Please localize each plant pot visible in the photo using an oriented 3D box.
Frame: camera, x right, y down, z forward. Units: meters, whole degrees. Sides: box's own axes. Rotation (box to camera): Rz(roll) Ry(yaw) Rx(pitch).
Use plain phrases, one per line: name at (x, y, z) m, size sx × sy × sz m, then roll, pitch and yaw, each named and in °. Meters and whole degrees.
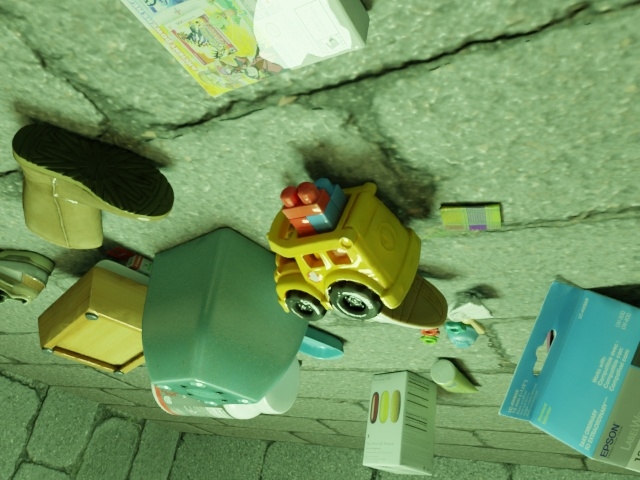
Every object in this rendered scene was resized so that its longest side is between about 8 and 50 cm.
plant pot at (-0.182, 0.164, 1.010) m, size 0.247 × 0.252 × 0.248 m, roll -18°, pitch 141°, yaw 41°

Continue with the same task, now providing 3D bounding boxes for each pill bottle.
pill bottle at (-0.248, 0.357, 1.431) m, size 0.363 × 0.210 × 0.210 m, roll -8°, pitch 146°, yaw 30°

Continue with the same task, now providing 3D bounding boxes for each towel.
towel at (0.210, -0.033, 0.766) m, size 0.083 × 0.009 × 0.060 m, roll -2°, pitch 149°, yaw 21°

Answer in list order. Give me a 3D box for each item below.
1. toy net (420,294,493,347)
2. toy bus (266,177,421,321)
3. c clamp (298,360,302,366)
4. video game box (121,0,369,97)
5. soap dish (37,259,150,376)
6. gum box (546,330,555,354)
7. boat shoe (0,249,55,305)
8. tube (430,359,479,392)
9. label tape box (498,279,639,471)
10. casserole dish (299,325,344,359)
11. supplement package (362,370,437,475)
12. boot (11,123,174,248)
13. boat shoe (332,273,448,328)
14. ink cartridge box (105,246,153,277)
toy net at (0.262, 0.151, 1.053) m, size 0.122 × 0.045 × 0.232 m, roll 9°, pitch 150°, yaw 8°
toy bus at (0.000, 0.000, 0.778) m, size 0.220 × 0.149 × 0.211 m, roll -11°, pitch 132°, yaw 39°
c clamp at (-0.113, 0.335, 1.540) m, size 0.137 × 0.022 × 0.160 m, roll -14°, pitch 143°, yaw 37°
video game box at (-0.084, -0.228, 0.472) m, size 0.187 × 0.048 × 0.205 m, roll -9°, pitch 146°, yaw 29°
soap dish at (-0.433, 0.174, 1.138) m, size 0.229 × 0.118 × 0.291 m, roll 30°, pitch 135°, yaw -32°
gum box at (0.504, 0.208, 1.002) m, size 0.188 × 0.107 × 0.062 m, roll 19°, pitch 151°, yaw -15°
boat shoe at (-0.741, 0.084, 1.213) m, size 0.302 × 0.103 × 0.113 m, roll -3°, pitch 149°, yaw 24°
tube at (0.342, 0.363, 1.406) m, size 0.070 × 0.062 × 0.240 m, roll 46°, pitch 180°, yaw 37°
label tape box at (0.504, 0.236, 0.892) m, size 0.347 × 0.249 × 0.115 m, roll 18°, pitch -175°, yaw -16°
casserole dish at (-0.025, 0.246, 1.332) m, size 0.188 × 0.037 × 0.114 m, roll 28°, pitch 148°, yaw -28°
supplement package at (0.220, 0.500, 1.490) m, size 0.134 × 0.244 × 0.139 m, roll 29°, pitch 146°, yaw -31°
boot at (-0.356, -0.053, 0.856) m, size 0.236 × 0.089 × 0.269 m, roll 28°, pitch 149°, yaw -9°
boat shoe at (0.083, 0.092, 0.958) m, size 0.277 × 0.098 × 0.096 m, roll 19°, pitch 154°, yaw 1°
ink cartridge box at (-0.377, 0.054, 1.109) m, size 0.063 × 0.029 × 0.115 m, roll -17°, pitch 142°, yaw 41°
